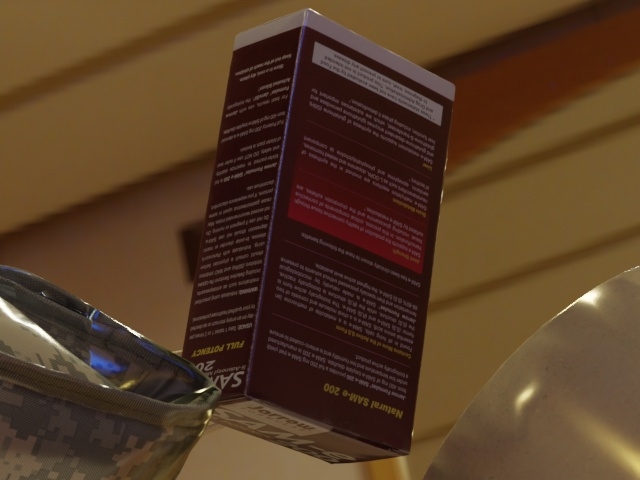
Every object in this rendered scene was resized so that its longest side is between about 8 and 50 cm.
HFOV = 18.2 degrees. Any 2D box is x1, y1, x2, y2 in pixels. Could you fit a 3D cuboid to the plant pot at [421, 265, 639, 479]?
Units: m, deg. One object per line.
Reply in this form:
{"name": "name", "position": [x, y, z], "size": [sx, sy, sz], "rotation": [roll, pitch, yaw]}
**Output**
{"name": "plant pot", "position": [0.211, 0.181, 0.869], "size": [0.256, 0.274, 0.256], "rotation": [-26, -48, -32]}

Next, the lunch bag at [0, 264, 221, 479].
{"name": "lunch bag", "position": [-0.208, 0.125, 0.938], "size": [0.287, 0.169, 0.235], "rotation": [23, -81, -42]}

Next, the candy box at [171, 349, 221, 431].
{"name": "candy box", "position": [-0.203, 0.188, 2.245], "size": [0.183, 0.087, 0.316], "rotation": [-24, -11, 31]}

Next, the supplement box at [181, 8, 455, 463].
{"name": "supplement box", "position": [0.000, 0.000, 1.183], "size": [0.130, 0.239, 0.073], "rotation": [24, -25, -36]}
